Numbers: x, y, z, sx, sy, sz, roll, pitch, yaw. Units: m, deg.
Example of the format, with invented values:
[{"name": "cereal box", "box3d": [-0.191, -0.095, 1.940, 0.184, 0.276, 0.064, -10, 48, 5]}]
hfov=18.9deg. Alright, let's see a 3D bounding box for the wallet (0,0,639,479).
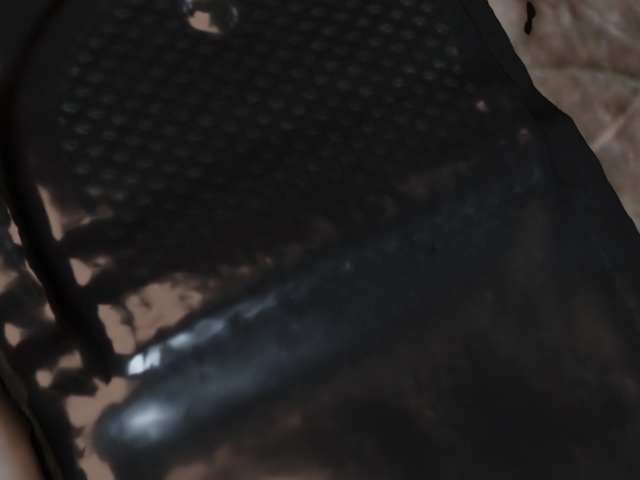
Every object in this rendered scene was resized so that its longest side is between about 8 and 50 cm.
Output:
[{"name": "wallet", "box3d": [0.000, 0.000, 0.646, 0.247, 0.041, 0.323, -24, 84, -31]}]
